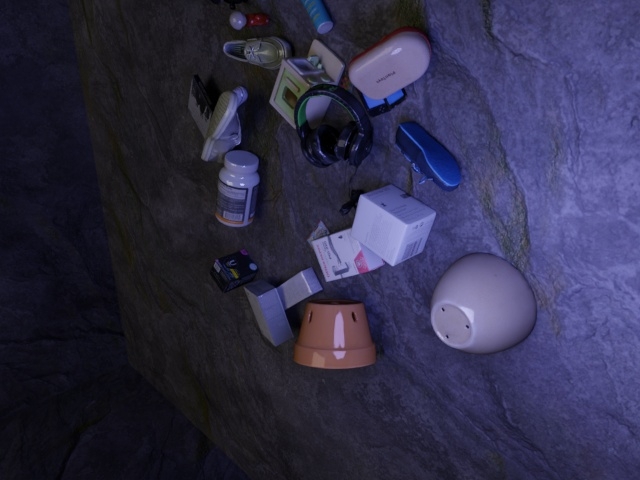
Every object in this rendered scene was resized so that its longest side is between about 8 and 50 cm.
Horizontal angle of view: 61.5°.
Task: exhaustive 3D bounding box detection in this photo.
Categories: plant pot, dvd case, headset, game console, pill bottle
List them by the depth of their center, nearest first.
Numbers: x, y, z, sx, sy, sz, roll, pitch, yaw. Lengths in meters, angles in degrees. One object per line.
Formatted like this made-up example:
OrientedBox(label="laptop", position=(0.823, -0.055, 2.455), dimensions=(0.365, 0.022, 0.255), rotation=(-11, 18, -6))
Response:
OrientedBox(label="plant pot", position=(0.410, 0.196, 1.467), dimensions=(0.284, 0.191, 0.284), rotation=(22, 122, 40))
OrientedBox(label="game console", position=(0.172, -0.435, 1.556), dimensions=(0.071, 0.107, 0.122), rotation=(138, 109, -78))
OrientedBox(label="headset", position=(0.045, -0.276, 1.651), dimensions=(0.243, 0.185, 0.394), rotation=(4, 133, 38))
OrientedBox(label="plant pot", position=(0.053, 0.314, 1.876), dimensions=(0.290, 0.290, 0.204), rotation=(1, 89, 48))
OrientedBox(label="pill bottle", position=(-0.328, -0.205, 2.142), dimensions=(0.162, 0.162, 0.278), rotation=(38, 131, 32))
OrientedBox(label="dvd case", position=(-0.493, -0.545, 2.235), dimensions=(0.179, 0.029, 0.239), rotation=(62, 156, 9))

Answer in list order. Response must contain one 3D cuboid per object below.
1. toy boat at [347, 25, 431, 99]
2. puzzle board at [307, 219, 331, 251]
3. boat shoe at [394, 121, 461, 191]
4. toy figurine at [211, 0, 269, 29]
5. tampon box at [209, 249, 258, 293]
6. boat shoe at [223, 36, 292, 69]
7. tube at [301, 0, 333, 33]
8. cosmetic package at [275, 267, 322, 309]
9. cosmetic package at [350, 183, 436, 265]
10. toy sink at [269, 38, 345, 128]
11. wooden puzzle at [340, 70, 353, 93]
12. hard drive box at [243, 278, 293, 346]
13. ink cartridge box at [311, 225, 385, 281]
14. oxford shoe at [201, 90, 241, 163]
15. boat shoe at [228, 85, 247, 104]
OrientedBox(label="toy boat", position=(0.190, -0.502, 1.467), dimensions=(0.231, 0.151, 0.151), rotation=(-21, 50, 38))
OrientedBox(label="puzzle board", position=(0.000, 0.000, 1.980), dimensions=(0.096, 0.011, 0.128), rotation=(54, 138, 16))
OrientedBox(label="boat shoe", position=(0.299, -0.224, 1.499), dimensions=(0.258, 0.109, 0.089), rotation=(63, 150, 32))
OrientedBox(label="toy figurine", position=(-0.256, -0.836, 1.797), dimensions=(0.213, 0.148, 0.209), rotation=(56, 138, 16))
OrientedBox(label="tampon box", position=(-0.376, 0.132, 2.340), dimensions=(0.120, 0.161, 0.101), rotation=(51, 137, 18))
OrientedBox(label="boat shoe", position=(-0.223, -0.653, 1.881), dimensions=(0.302, 0.094, 0.109), rotation=(19, 120, 43))
OrientedBox(label="tube", position=(-0.025, -0.739, 1.666), dimensions=(0.080, 0.052, 0.207), rotation=(-36, 72, 39))
OrientedBox(label="cosmetic package", position=(-0.093, 0.195, 2.129), dimensions=(0.239, 0.060, 0.099), rotation=(-35, 78, 50))
OrientedBox(label="cosmetic package", position=(0.214, -0.050, 1.610), dimensions=(0.183, 0.151, 0.151), rotation=(37, 131, 31))
OrientedBox(label="toy sink", position=(-0.049, -0.501, 1.724), dimensions=(0.153, 0.131, 0.234), rotation=(49, 136, 21))
OrientedBox(label="wooden puzzle", position=(0.083, -0.483, 1.681), dimensions=(0.049, 0.006, 0.083), rotation=(39, 132, 31))
OrientedBox(label="hard drive box", position=(-0.215, 0.293, 2.222), dimensions=(0.181, 0.089, 0.232), rotation=(22, 133, 63))
OrientedBox(label="ink cartridge box", position=(0.090, 0.040, 1.828), dimensions=(0.218, 0.092, 0.159), rotation=(-19, 92, 48))
OrientedBox(label="oxford shoe", position=(-0.359, -0.423, 2.059), dimensions=(0.449, 0.130, 0.169), rotation=(139, 143, -63))
OrientedBox(label="boat shoe", position=(-0.370, -0.532, 2.112), dimensions=(0.226, 0.075, 0.083), rotation=(-37, 77, 49))
